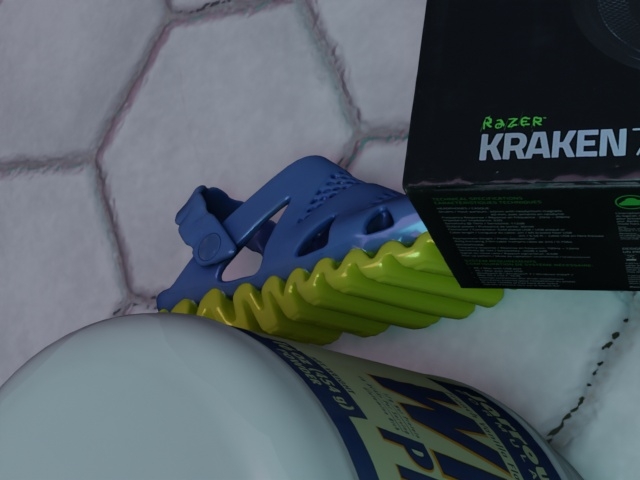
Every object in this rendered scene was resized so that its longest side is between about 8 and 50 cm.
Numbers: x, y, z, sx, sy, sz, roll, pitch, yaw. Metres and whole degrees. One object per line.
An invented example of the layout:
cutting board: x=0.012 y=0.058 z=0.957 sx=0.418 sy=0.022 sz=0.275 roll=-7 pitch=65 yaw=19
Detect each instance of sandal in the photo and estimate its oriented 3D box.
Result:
sandal: x=0.000 y=0.000 z=0.714 sx=0.317 sy=0.126 sz=0.138 roll=-16 pitch=64 yaw=31

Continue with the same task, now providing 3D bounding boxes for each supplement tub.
supplement tub: x=-0.001 y=0.174 z=0.532 sx=0.235 sy=0.325 sz=0.235 roll=-11 pitch=71 yaw=34

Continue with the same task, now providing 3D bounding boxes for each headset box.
headset box: x=0.190 y=-0.125 z=0.542 sx=0.246 sy=0.131 sz=0.283 roll=1 pitch=66 yaw=21
